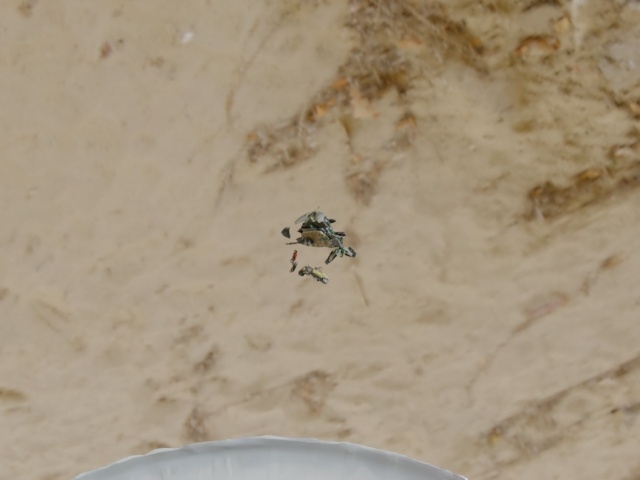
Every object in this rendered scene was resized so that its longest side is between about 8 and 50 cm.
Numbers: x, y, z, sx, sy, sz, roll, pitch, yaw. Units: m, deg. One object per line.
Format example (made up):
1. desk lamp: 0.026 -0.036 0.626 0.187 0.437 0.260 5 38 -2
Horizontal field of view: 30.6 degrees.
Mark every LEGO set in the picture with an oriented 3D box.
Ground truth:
1. LEGO set: -0.003 0.000 0.844 0.054 0.023 0.083 29 148 -11

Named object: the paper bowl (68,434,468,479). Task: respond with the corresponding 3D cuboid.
1. paper bowl: -0.018 0.193 0.308 0.284 0.284 0.148 -21 159 2
